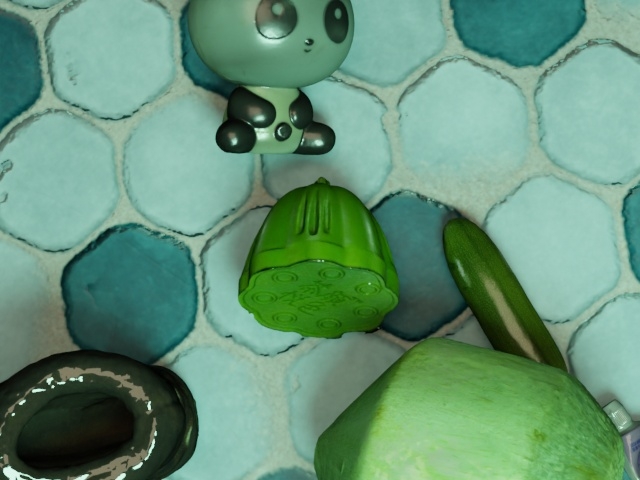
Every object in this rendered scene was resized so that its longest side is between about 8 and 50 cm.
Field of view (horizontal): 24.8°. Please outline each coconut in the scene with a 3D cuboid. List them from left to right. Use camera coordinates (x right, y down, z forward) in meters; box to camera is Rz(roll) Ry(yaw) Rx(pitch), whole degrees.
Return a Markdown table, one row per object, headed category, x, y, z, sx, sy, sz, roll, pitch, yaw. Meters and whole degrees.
| category | x | y | z | sx | sy | sz | roll | pitch | yaw |
| --- | --- | --- | --- | --- | --- | --- | --- | --- | --- |
| coconut | 0.144 | 0.250 | 1.514 | 0.329 | 0.281 | 0.328 | -6 | 67 | 14 |

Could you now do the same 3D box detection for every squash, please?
| category | x | y | z | sx | sy | sz | roll | pitch | yaw |
| --- | --- | --- | --- | --- | --- | --- | --- | --- | --- |
| squash | 0.210 | 0.084 | 1.657 | 0.069 | 0.069 | 0.258 | -30 | 78 | 0 |

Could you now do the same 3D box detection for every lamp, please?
| category | x | y | z | sx | sy | sz | roll | pitch | yaw |
| --- | --- | --- | --- | --- | --- | --- | --- | --- | --- |
| lamp | -0.058 | -0.222 | 1.687 | 0.198 | 0.198 | 0.243 | 3 | 96 | 6 |

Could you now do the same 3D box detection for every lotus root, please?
| category | x | y | z | sx | sy | sz | roll | pitch | yaw |
| --- | --- | --- | --- | --- | --- | --- | --- | --- | --- |
| lotus root | 0.000 | 0.000 | 1.658 | 0.186 | 0.186 | 0.186 | -1 | 80 | 5 |

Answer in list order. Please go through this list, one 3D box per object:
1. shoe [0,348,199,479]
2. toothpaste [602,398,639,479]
| category | x | y | z | sx | sy | sz | roll | pitch | yaw |
| --- | --- | --- | --- | --- | --- | --- | --- | --- | --- |
| shoe | -0.329 | 0.232 | 1.597 | 0.384 | 0.237 | 0.171 | -14 | 79 | 3 |
| toothpaste | 0.411 | 0.302 | 1.611 | 0.075 | 0.048 | 0.301 | -36 | 80 | -12 |
